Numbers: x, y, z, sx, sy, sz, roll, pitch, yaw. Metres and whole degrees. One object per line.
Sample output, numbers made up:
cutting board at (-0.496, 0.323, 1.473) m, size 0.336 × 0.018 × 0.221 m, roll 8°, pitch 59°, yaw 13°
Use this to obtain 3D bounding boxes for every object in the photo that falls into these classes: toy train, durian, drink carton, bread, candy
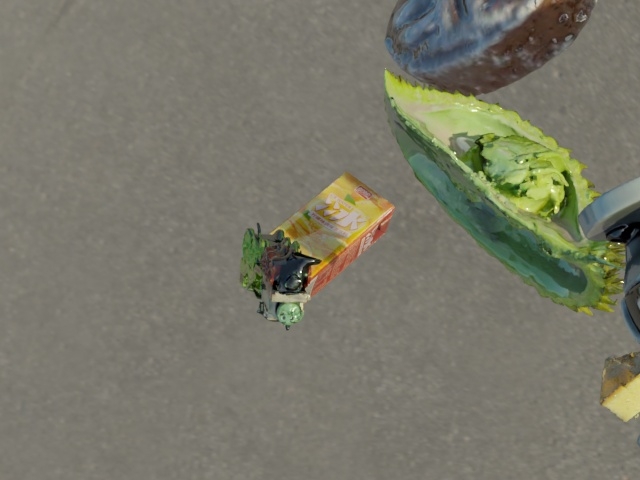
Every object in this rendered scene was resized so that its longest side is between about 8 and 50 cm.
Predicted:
toy train at (-0.045, 0.036, 1.333) m, size 0.053 × 0.250 × 0.085 m, roll 4°, pitch 97°, yaw -11°
durian at (0.204, -0.043, 1.435) m, size 0.355 × 0.169 × 0.157 m, roll 42°, pitch 114°, yaw 24°
drink carton at (0.000, 0.000, 1.842) m, size 0.096 × 0.223 × 0.071 m, roll 37°, pitch 142°, yaw 17°
bread at (0.475, 0.211, 1.878) m, size 0.109 × 0.084 × 0.080 m, roll -17°, pitch 46°, yaw 36°
candy at (0.224, -0.302, 1.692) m, size 0.290 × 0.157 × 0.214 m, roll -23°, pitch 49°, yaw 40°

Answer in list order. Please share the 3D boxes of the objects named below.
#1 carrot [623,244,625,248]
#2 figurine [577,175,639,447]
carrot at (0.454, -0.022, 1.694) m, size 0.205 × 0.072 × 0.072 m, roll -3°, pitch 74°, yaw 60°
figurine at (0.296, 0.063, 0.958) m, size 0.176 × 0.133 × 0.236 m, roll -44°, pitch 59°, yaw 59°
